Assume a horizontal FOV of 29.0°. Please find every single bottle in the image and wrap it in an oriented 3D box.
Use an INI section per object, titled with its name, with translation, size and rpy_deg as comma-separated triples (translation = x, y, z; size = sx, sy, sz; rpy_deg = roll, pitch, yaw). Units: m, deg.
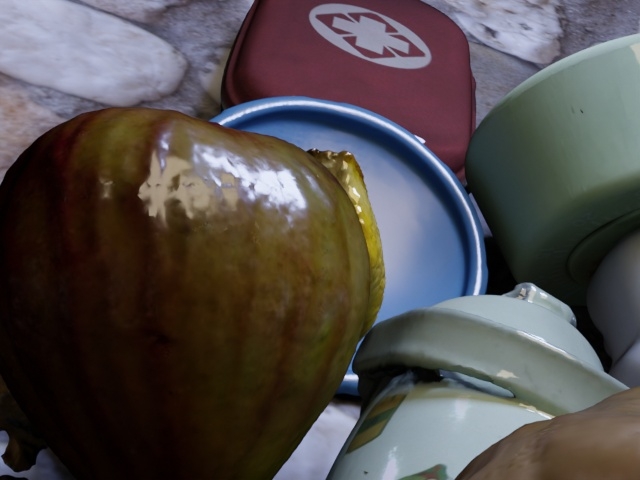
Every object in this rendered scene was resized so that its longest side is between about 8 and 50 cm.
[bottle]
translation = 0.105, 0.157, 0.740
size = 0.229, 0.229, 0.351
rpy_deg = 21, 32, -1

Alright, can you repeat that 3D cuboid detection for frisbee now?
[frisbee]
translation = -0.001, 0.004, 1.030
size = 0.290, 0.049, 0.289
rpy_deg = 8, 55, -12

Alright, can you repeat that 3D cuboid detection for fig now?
[fig]
translation = -0.067, 0.095, 0.649
size = 0.217, 0.217, 0.320
rpy_deg = 0, 75, -31

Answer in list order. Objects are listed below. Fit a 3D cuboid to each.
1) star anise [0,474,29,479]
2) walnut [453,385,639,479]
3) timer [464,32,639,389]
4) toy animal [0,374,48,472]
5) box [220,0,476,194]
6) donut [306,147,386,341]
[star anise]
translation = -0.177, 0.204, 0.645
size = 0.197, 0.073, 0.212
rpy_deg = 25, 35, 10
[walnut]
translation = 0.130, 0.193, 0.412
size = 0.296, 0.285, 0.285
rpy_deg = 48, 30, -12
[timer]
translation = 0.297, 0.028, 1.059
size = 0.291, 0.291, 0.315
rpy_deg = 3, 60, -27
[toy animal]
translation = -0.226, 0.037, 0.807
size = 0.116, 0.114, 0.255
rpy_deg = 18, 11, -22
[box]
translation = 0.036, -0.164, 1.284
size = 0.263, 0.108, 0.404
rpy_deg = 18, 32, -6
[donut]
translation = -0.048, 0.051, 0.848
size = 0.101, 0.259, 0.152
rpy_deg = 62, 14, 27
